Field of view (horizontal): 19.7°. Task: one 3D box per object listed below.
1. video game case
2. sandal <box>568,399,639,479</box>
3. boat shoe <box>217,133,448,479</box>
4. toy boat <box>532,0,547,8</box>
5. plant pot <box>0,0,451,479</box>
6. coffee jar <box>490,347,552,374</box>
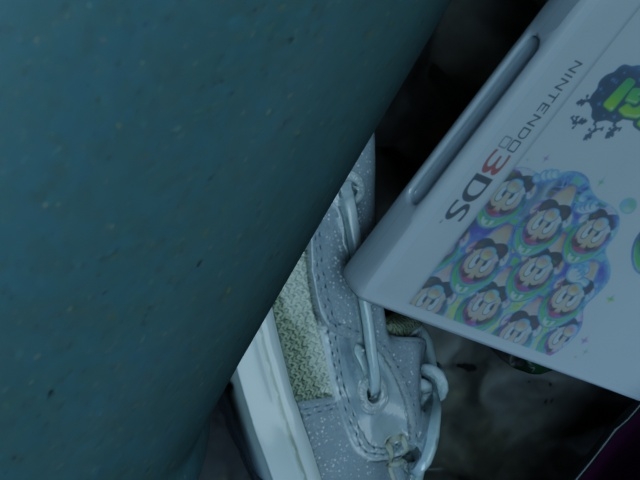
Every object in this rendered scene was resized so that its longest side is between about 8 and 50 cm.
[{"bbox_3d":[0.106,-0.016,0.642,0.157,0.019,0.143,21,114,-39],"label":"video game case"},{"bbox_3d":[0.156,0.096,0.695,0.107,0.167,0.446,23,110,-9],"label":"sandal"},{"bbox_3d":[-0.001,-0.002,0.681,0.103,0.118,0.320,-15,99,-7],"label":"boat shoe"},{"bbox_3d":[0.166,-0.181,0.690,0.151,0.151,0.231,-4,106,-46],"label":"toy boat"},{"bbox_3d":[-0.112,-0.087,0.467,0.341,0.341,0.334,29,110,-19],"label":"plant pot"},{"bbox_3d":[0.145,-0.021,0.734,0.184,0.079,0.096,-20,110,-11],"label":"coffee jar"}]
